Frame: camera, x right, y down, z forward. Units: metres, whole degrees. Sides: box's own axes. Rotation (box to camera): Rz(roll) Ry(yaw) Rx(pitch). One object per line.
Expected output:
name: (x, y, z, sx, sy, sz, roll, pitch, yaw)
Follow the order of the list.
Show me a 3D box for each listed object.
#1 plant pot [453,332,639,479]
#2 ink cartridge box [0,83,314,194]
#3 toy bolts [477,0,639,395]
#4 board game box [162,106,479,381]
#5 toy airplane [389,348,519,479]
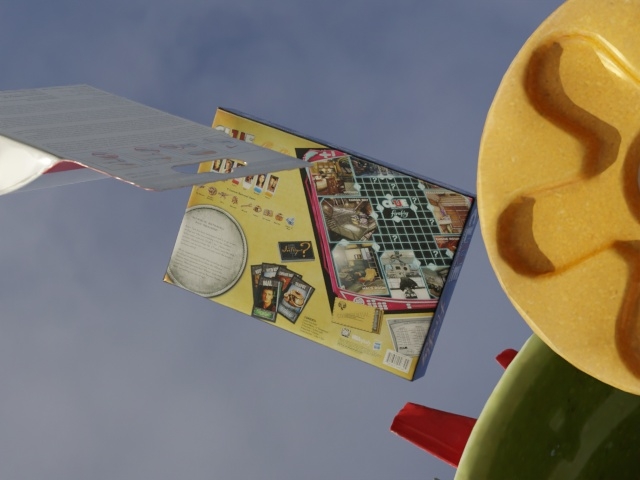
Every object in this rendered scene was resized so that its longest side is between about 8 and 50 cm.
plant pot: (0.197, 0.164, 0.499, 0.276, 0.254, 0.276, -7, -125, 10)
ink cartridge box: (-0.146, -0.054, 0.959, 0.225, 0.056, 0.181, 22, -160, 29)
toy bolts: (0.120, -0.054, 0.230, 0.228, 0.158, 0.218, 26, -83, 26)
board game box: (0.000, 0.000, 1.191, 0.243, 0.042, 0.165, 21, -82, 18)
toy airplane: (0.129, 0.125, 0.922, 0.151, 0.028, 0.151, 0, -141, 0)
